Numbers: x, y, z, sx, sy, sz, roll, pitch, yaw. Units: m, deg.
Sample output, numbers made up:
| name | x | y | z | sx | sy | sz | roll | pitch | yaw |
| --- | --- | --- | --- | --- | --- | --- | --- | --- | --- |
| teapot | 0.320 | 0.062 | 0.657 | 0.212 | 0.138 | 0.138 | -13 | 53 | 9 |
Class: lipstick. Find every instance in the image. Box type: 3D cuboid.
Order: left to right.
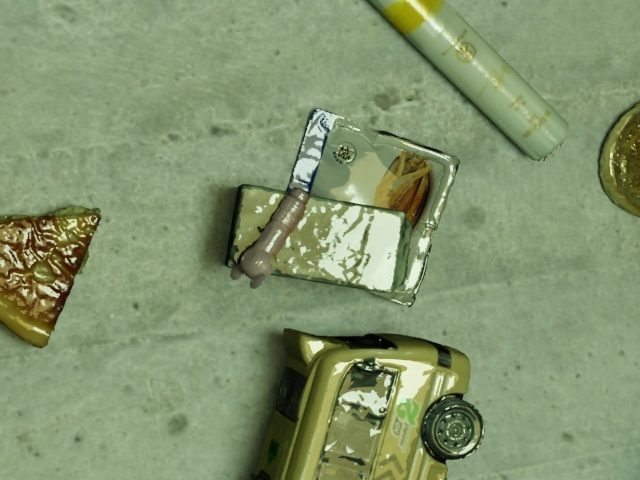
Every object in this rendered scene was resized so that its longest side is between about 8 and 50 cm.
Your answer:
| name | x | y | z | sx | sy | sz | roll | pitch | yaw |
| --- | --- | --- | --- | --- | --- | --- | --- | --- | --- |
| lipstick | 0.159 | -0.191 | 1.679 | 0.264 | 0.059 | 0.059 | 43 | 78 | -16 |

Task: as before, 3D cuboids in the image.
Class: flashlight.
| name | x | y | z | sx | sy | sz | roll | pitch | yaw |
| --- | --- | --- | --- | --- | --- | --- | --- | --- | --- |
| flashlight | -0.044 | -0.002 | 1.530 | 0.031 | 0.052 | 0.110 | 41 | 77 | -40 |

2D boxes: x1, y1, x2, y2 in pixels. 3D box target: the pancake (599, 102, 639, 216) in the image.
| name | x | y | z | sx | sy | sz | roll | pitch | yaw |
| --- | --- | --- | --- | --- | --- | --- | --- | --- | --- |
| pancake | 0.379 | -0.091 | 1.778 | 0.139 | 0.022 | 0.139 | -1 | 93 | -20 |

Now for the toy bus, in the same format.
| name | x | y | z | sx | sy | sz | roll | pitch | yaw |
| --- | --- | --- | --- | --- | --- | --- | --- | --- | --- |
| toy bus | 0.024 | 0.267 | 1.587 | 0.202 | 0.177 | 0.365 | 16 | 88 | -13 |

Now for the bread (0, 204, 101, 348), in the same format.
| name | x | y | z | sx | sy | sz | roll | pitch | yaw |
| --- | --- | --- | --- | --- | --- | --- | --- | --- | --- |
| bread | -0.283 | 0.039 | 1.535 | 0.154 | 0.054 | 0.136 | -9 | 93 | -13 |

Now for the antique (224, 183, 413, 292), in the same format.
| name | x | y | z | sx | sy | sz | roll | pitch | yaw |
| --- | --- | --- | --- | --- | --- | --- | --- | --- | --- |
| antique | 0.000 | 0.000 | 1.594 | 0.183 | 0.088 | 0.086 | 9 | 89 | -7 |

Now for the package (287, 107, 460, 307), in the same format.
| name | x | y | z | sx | sy | sz | roll | pitch | yaw |
| --- | --- | --- | --- | --- | --- | --- | --- | --- | --- |
| package | 0.046 | -0.034 | 1.659 | 0.173 | 0.027 | 0.171 | 18 | 88 | -14 |
